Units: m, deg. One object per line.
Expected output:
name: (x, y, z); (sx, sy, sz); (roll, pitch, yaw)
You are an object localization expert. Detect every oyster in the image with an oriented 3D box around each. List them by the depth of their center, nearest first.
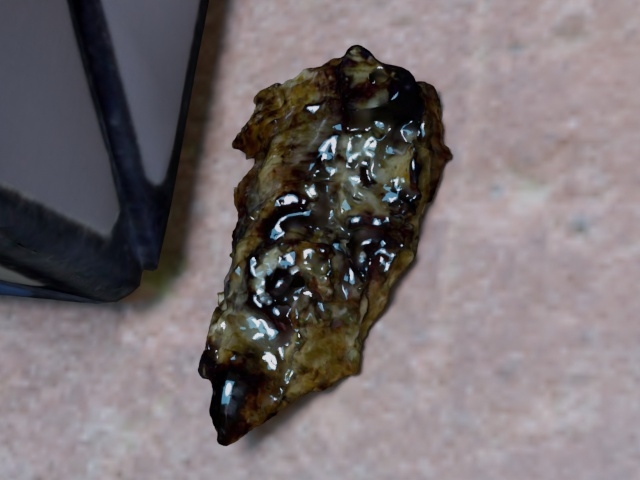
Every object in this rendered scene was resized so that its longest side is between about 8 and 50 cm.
oyster: (0.000, -0.001, 0.556); (0.086, 0.029, 0.132); (-9, 69, 21)

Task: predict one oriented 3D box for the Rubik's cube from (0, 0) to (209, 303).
Rubik's cube: (-0.222, -0.166, 0.545); (0.305, 0.307, 0.310); (4, 74, 27)
